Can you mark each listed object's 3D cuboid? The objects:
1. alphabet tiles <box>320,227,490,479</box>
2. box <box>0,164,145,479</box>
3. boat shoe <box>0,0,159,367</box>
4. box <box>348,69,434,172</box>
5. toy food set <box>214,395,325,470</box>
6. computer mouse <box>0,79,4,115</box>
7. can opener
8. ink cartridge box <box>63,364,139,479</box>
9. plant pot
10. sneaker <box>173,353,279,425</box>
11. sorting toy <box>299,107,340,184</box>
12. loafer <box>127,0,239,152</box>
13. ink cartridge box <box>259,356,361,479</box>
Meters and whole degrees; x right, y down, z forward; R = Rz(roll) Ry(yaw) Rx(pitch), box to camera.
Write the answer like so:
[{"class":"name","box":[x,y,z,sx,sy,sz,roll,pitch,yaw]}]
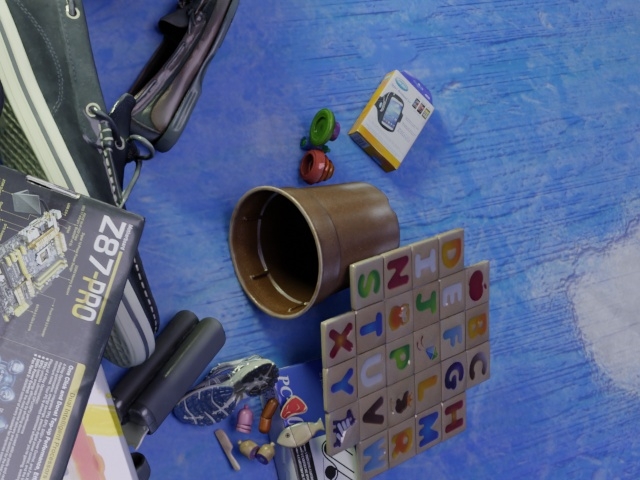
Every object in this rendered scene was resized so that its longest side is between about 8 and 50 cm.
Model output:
[{"class":"alphabet tiles","box":[0.118,0.144,1.795,0.342,0.011,0.285,-17,110,-47]},{"class":"box","box":[-0.369,0.112,1.288,0.318,0.097,0.395,18,72,-11]},{"class":"boat shoe","box":[-0.272,-0.102,1.571,0.156,0.187,0.500,-20,87,-29]},{"class":"box","box":[0.102,-0.169,1.923,0.081,0.028,0.136,44,58,-19]},{"class":"toy food set","box":[-0.063,0.228,1.697,0.122,0.019,0.078,-29,88,-2]},{"class":"computer mouse","box":[-0.443,-0.197,1.382,0.262,0.060,0.184,8,79,-24]},{"class":"can opener","box":[-0.205,0.208,1.622,0.283,0.076,0.095,-51,140,-34]},{"class":"ink cartridge box","box":[-0.352,0.199,1.412,0.279,0.160,0.385,-17,84,-22]},{"class":"plant pot","box":[0.000,0.000,1.751,0.165,0.167,0.167,-15,89,-43]},{"class":"sneaker","box":[-0.119,0.179,1.698,0.135,0.058,0.052,-23,119,-14]},{"class":"sorting toy","box":[0.005,-0.120,1.829,0.042,0.061,0.102,16,95,-31]},{"class":"loafer","box":[-0.172,-0.241,1.719,0.084,0.096,0.268,27,69,-20]},{"class":"ink cartridge box","box":[-0.010,0.256,1.752,0.097,0.046,0.207,-12,87,-35]}]
